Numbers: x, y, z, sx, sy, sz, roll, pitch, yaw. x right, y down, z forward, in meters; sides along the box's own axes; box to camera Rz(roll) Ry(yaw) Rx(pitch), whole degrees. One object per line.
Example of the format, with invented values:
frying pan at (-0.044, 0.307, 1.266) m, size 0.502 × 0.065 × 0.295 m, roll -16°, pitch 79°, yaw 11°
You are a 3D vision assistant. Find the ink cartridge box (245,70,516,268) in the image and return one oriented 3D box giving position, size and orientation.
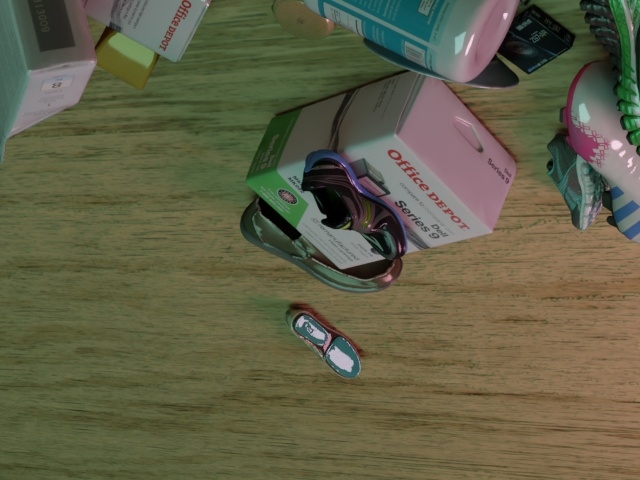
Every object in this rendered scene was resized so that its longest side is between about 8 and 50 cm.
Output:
ink cartridge box at (0.078, -0.089, 2.108) m, size 0.289 × 0.121 × 0.211 m, roll -15°, pitch 132°, yaw 46°

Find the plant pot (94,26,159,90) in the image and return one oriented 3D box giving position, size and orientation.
plant pot at (-0.240, -0.264, 2.091) m, size 0.081 × 0.081 × 0.083 m, roll 31°, pitch 138°, yaw -13°

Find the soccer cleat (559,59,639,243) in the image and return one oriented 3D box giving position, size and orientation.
soccer cleat at (0.392, -0.097, 1.896) m, size 0.143 × 0.116 × 0.331 m, roll 21°, pitch 161°, yaw 35°

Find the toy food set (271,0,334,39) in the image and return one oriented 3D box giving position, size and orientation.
toy food set at (-0.022, -0.279, 1.980) m, size 0.083 × 0.020 × 0.082 m, roll 21°, pitch 149°, yaw 2°

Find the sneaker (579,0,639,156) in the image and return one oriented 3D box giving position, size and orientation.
sneaker at (0.392, -0.198, 1.730) m, size 0.146 × 0.134 × 0.343 m, roll 0°, pitch 142°, yaw 31°

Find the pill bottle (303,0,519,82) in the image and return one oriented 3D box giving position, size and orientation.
pill bottle at (0.078, -0.290, 1.755) m, size 0.264 × 0.146 × 0.146 m, roll 29°, pitch 151°, yaw 16°

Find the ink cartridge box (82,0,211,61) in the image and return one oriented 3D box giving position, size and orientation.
ink cartridge box at (-0.233, -0.332, 1.971) m, size 0.208 × 0.087 × 0.153 m, roll 29°, pitch 148°, yaw -8°

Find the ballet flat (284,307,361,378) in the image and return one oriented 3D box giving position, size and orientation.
ballet flat at (0.004, 0.164, 2.627) m, size 0.168 × 0.057 × 0.052 m, roll 46°, pitch 170°, yaw -28°

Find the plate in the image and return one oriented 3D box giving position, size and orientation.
plate at (0.143, -0.218, 1.855) m, size 0.188 × 0.188 × 0.024 m, roll 18°, pitch 111°, yaw 8°

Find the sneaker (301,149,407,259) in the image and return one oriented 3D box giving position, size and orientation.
sneaker at (0.038, -0.034, 2.024) m, size 0.067 × 0.078 × 0.188 m, roll -12°, pitch 133°, yaw 44°

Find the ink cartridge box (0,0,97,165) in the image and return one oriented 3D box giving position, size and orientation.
ink cartridge box at (-0.376, -0.290, 1.964) m, size 0.091 × 0.308 × 0.385 m, roll -13°, pitch 171°, yaw -18°

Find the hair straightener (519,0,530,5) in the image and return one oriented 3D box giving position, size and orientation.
hair straightener at (0.217, -0.335, 1.715) m, size 0.089 × 0.047 × 0.230 m, roll 9°, pitch 146°, yaw 22°

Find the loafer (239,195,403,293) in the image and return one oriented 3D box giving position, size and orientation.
loafer at (0.000, 0.000, 2.322) m, size 0.251 × 0.094 × 0.087 m, roll 20°, pitch 153°, yaw 6°

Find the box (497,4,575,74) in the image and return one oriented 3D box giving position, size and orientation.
box at (0.247, -0.235, 1.876) m, size 0.067 × 0.018 × 0.083 m, roll 34°, pitch 147°, yaw -18°

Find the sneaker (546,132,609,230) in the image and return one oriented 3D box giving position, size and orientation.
sneaker at (0.325, -0.080, 2.040) m, size 0.076 × 0.065 × 0.166 m, roll 27°, pitch 150°, yaw 27°
